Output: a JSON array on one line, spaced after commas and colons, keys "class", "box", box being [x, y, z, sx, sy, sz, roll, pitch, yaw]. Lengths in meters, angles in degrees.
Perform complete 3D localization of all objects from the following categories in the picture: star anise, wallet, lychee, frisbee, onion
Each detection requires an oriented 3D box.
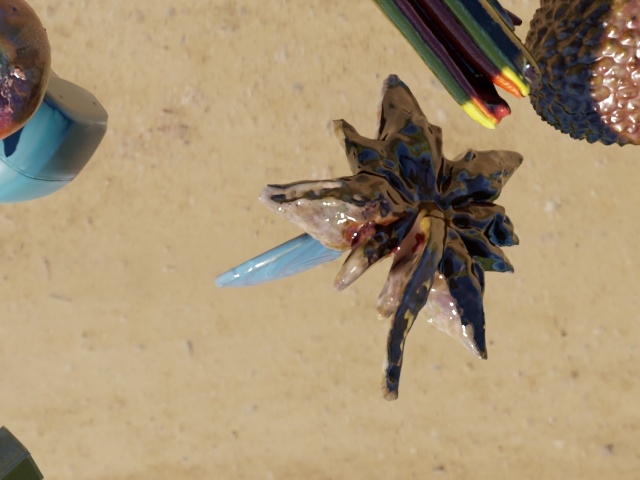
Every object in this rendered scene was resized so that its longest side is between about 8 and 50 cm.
[{"class": "star anise", "box": [0.102, -0.017, 1.286, 0.292, 0.349, 0.109, 41, 148, 13]}, {"class": "wallet", "box": [0.051, -0.196, 0.823, 0.067, 0.141, 0.241, -39, 114, 13]}, {"class": "lychee", "box": [0.264, -0.163, 1.018, 0.194, 0.194, 0.194, 0, 127, 1]}, {"class": "frisbee", "box": [0.002, 0.005, 1.553, 0.289, 0.289, 0.049, -27, 90, 20]}, {"class": "onion", "box": [-0.334, -0.163, 1.113, 0.159, 0.195, 0.159, -3, 96, -32]}]

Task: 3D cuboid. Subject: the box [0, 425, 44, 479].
[{"class": "box", "box": [-0.272, 0.201, 1.006, 0.035, 0.079, 0.083, 40, 159, 17]}]

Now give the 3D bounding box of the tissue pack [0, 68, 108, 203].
[{"class": "tissue pack", "box": [-0.447, -0.183, 1.652, 0.206, 0.198, 0.287, -45, 80, 15]}]
